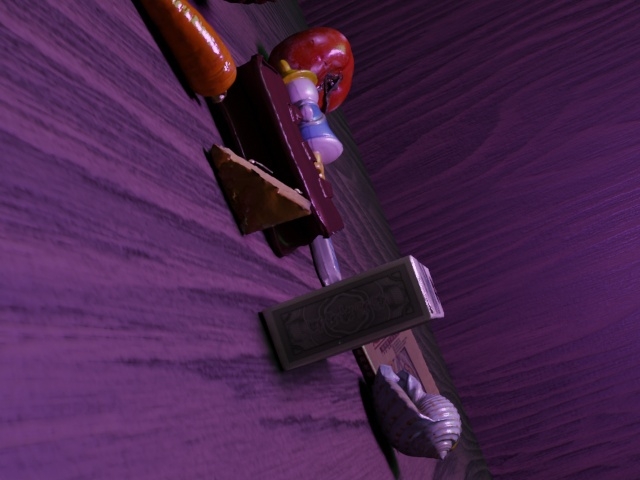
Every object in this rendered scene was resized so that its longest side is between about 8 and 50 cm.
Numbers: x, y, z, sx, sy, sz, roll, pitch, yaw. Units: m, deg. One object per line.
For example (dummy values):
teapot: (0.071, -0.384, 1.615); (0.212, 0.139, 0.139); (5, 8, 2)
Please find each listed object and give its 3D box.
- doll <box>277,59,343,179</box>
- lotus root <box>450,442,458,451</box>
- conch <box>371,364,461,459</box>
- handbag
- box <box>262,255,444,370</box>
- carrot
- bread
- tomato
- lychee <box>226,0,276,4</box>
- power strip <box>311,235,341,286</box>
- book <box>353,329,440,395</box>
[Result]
doll: (-0.028, -0.219, 1.553); (0.135, 0.099, 0.241); (13, 50, -52)
lotus root: (0.276, 0.429, 1.883); (0.054, 0.049, 0.099); (59, 9, 3)
conch: (0.129, 0.255, 1.253); (0.153, 0.102, 0.135); (32, -4, 39)
handbag: (-0.050, -0.113, 1.172); (0.275, 0.084, 0.260); (-48, 114, -81)
box: (0.048, 0.082, 0.978); (0.256, 0.164, 0.069); (25, 45, -78)
carrot: (-0.162, -0.251, 0.926); (0.256, 0.061, 0.061); (58, 12, -38)
bread: (-0.065, -0.071, 0.967); (0.084, 0.080, 0.109); (-74, 143, -80)
tomato: (-0.016, -0.338, 1.721); (0.151, 0.187, 0.187); (44, -11, 45)
lychee: (-0.093, -0.470, 1.238); (0.300, 0.264, 0.264); (48, 8, 1)
power strip: (0.000, 0.000, 1.362); (0.047, 0.030, 0.191); (59, 12, -46)
book: (0.118, 0.196, 1.391); (0.161, 0.026, 0.231); (-35, 102, -57)
